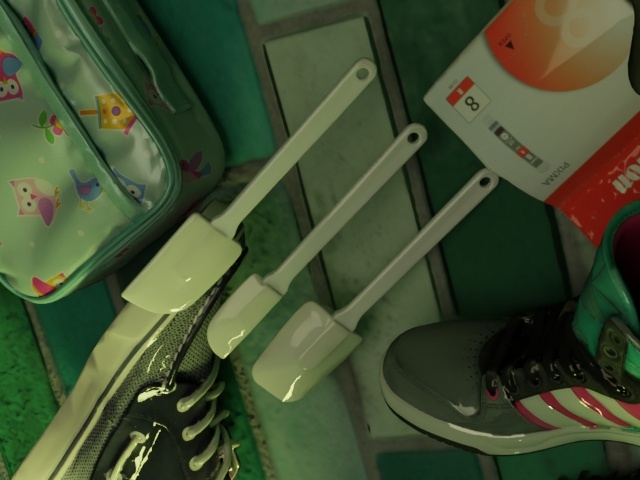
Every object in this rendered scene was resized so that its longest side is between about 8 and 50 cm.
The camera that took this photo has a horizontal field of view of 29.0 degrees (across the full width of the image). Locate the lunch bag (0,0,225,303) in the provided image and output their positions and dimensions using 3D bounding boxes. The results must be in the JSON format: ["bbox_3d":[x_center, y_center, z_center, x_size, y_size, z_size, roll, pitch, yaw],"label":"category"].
[{"bbox_3d":[-0.216,-0.110,0.955,0.224,0.108,0.279,-35,89,33],"label":"lunch bag"}]

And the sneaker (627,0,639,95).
[{"bbox_3d":[0.081,-0.268,0.610,0.202,0.185,0.483,-40,87,29],"label":"sneaker"}]

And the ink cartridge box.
[{"bbox_3d":[0.174,-0.079,0.793,0.179,0.045,0.145,49,123,9],"label":"ink cartridge box"}]

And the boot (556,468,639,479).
[{"bbox_3d":[0.219,0.216,0.870,0.099,0.045,0.121,-27,86,30],"label":"boot"}]

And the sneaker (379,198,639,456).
[{"bbox_3d":[0.164,0.055,0.761,0.295,0.124,0.178,2,138,21],"label":"sneaker"}]

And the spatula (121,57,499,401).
[{"bbox_3d":[0.000,0.000,0.869,0.168,0.019,0.242,38,107,-20],"label":"spatula"}]

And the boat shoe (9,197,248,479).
[{"bbox_3d":[-0.110,0.128,0.990,0.158,0.127,0.340,35,123,-3],"label":"boat shoe"}]
